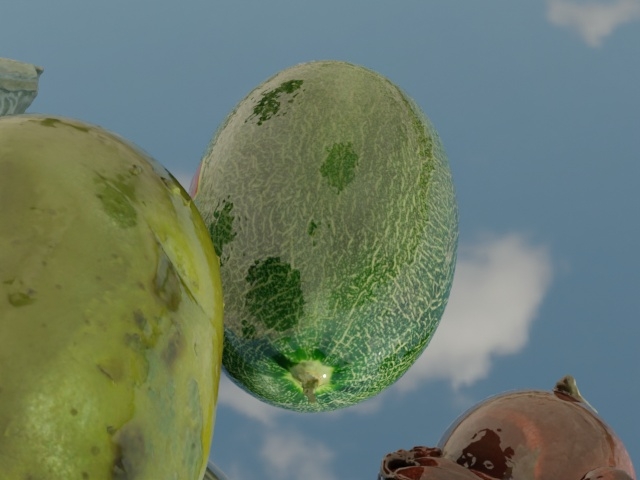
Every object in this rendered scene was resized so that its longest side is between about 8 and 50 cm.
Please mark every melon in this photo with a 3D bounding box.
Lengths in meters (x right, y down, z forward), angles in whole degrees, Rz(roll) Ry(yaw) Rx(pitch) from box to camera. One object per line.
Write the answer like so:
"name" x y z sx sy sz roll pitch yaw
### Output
"melon" 0.000 0.000 1.065 0.182 0.182 0.288 -6 -143 11

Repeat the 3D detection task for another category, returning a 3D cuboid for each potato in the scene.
"potato" -0.149 0.070 0.772 0.216 0.216 0.304 -10 -133 3

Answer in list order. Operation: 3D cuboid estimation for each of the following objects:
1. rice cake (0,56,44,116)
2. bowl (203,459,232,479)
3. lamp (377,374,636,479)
"rice cake" -0.254 -0.023 1.045 0.085 0.226 0.040 8 -150 -38
"bowl" -0.141 0.247 1.101 0.289 0.289 0.146 -5 -179 13
"lamp" 0.150 0.191 1.152 0.215 0.151 0.223 2 -159 33
